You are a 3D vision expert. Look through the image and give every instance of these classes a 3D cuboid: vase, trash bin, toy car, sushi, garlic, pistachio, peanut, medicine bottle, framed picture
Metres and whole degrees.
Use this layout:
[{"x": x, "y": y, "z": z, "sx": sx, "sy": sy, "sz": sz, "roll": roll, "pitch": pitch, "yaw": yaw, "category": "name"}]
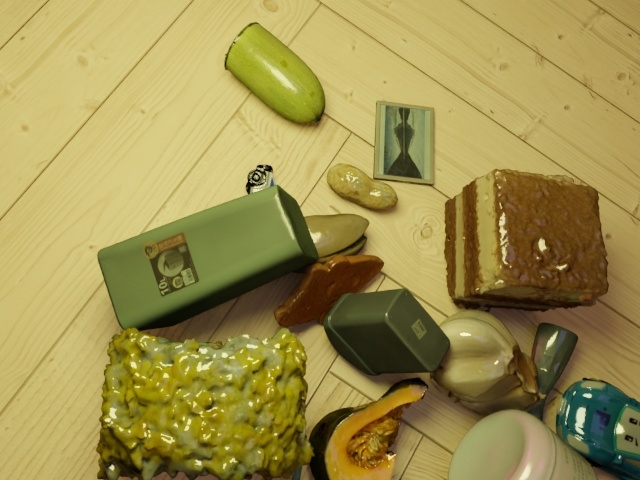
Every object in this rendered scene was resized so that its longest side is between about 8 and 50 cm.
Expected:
[{"x": 0.499, "y": 0.298, "z": 1.181, "sx": 0.086, "sy": 0.086, "sz": 0.214, "roll": 25, "pitch": 79, "yaw": -3, "category": "vase"}, {"x": -0.196, "y": 0.029, "z": 0.989, "sx": 0.343, "sy": 0.223, "sz": 0.158, "roll": -24, "pitch": 81, "yaw": 7, "category": "trash bin"}, {"x": -0.136, "y": -0.085, "z": 1.154, "sx": 0.070, "sy": 0.080, "sz": 0.171, "roll": 12, "pitch": 75, "yaw": -8, "category": "toy car"}, {"x": 0.120, "y": 0.184, "z": 1.054, "sx": 0.177, "sy": 0.236, "sz": 0.101, "roll": 51, "pitch": 58, "yaw": -14, "category": "trash bin"}, {"x": -0.187, "y": 0.279, "z": 0.906, "sx": 0.351, "sy": 0.396, "sz": 0.240, "roll": 6, "pitch": 73, "yaw": -14, "category": "sushi"}, {"x": 0.325, "y": 0.251, "z": 1.111, "sx": 0.281, "sy": 0.203, "sz": 0.185, "roll": 36, "pitch": 38, "yaw": -39, "category": "garlic"}, {"x": 0.000, "y": 0.000, "z": 1.140, "sx": 0.225, "sy": 0.136, "sz": 0.136, "roll": -13, "pitch": 80, "yaw": -14, "category": "pistachio"}, {"x": 0.096, "y": -0.120, "z": 1.201, "sx": 0.174, "sy": 0.080, "sz": 0.080, "roll": 24, "pitch": 75, "yaw": -3, "category": "peanut"}, {"x": 0.431, "y": 0.510, "z": 1.034, "sx": 0.302, "sy": 0.241, "sz": 0.241, "roll": 41, "pitch": 74, "yaw": -8, "category": "medicine bottle"}, {"x": 0.668, "y": 0.425, "z": 1.139, "sx": 0.314, "sy": 0.166, "sz": 0.198, "roll": 27, "pitch": 71, "yaw": -2, "category": "toy car"}, {"x": 0.204, "y": -0.237, "z": 1.280, "sx": 0.150, "sy": 0.015, "sz": 0.203, "roll": 6, "pitch": 77, "yaw": -8, "category": "framed picture"}]

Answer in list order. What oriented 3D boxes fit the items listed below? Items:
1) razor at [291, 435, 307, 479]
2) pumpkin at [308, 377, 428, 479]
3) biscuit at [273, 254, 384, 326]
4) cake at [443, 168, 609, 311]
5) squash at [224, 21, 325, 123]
[{"x": -0.051, "y": 0.503, "z": 1.065, "sx": 0.084, "sy": 0.036, "sz": 0.211, "roll": 18, "pitch": 67, "yaw": -30, "category": "razor"}, {"x": 0.115, "y": 0.413, "z": 1.056, "sx": 0.280, "sy": 0.139, "sz": 0.190, "roll": -22, "pitch": 79, "yaw": -11, "category": "pumpkin"}, {"x": 0.020, "y": 0.096, "z": 1.106, "sx": 0.280, "sy": 0.183, "sz": 0.043, "roll": -30, "pitch": 52, "yaw": -27, "category": "biscuit"}, {"x": 0.424, "y": 0.007, "z": 1.127, "sx": 0.255, "sy": 0.290, "sz": 0.282, "roll": 5, "pitch": 73, "yaw": -10, "category": "cake"}, {"x": -0.087, "y": -0.365, "z": 1.198, "sx": 0.247, "sy": 0.132, "sz": 0.132, "roll": 39, "pitch": 74, "yaw": 0, "category": "squash"}]
